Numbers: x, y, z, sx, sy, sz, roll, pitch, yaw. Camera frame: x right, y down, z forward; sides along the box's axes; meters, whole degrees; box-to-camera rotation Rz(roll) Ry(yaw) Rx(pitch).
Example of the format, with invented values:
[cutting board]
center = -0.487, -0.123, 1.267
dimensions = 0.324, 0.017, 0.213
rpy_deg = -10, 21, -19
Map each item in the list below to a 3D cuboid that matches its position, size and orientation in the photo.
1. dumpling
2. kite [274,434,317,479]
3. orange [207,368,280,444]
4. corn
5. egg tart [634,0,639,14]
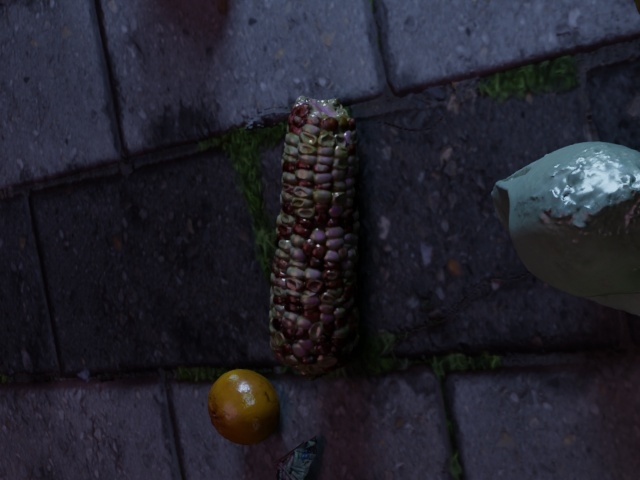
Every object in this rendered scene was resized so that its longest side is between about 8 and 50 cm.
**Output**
[dumpling]
center = 0.217, -0.002, 1.427
dimensions = 0.219, 0.108, 0.153
rpy_deg = 3, 101, 55
[kite]
center = -0.021, 0.267, 1.858
dimensions = 0.156, 0.011, 0.139
rpy_deg = -142, 63, -63
[orange]
center = -0.083, 0.179, 1.897
dimensions = 0.083, 0.070, 0.083
rpy_deg = 26, 123, 50
[corn]
center = 0.000, 0.000, 1.732
dimensions = 0.092, 0.092, 0.280
rpy_deg = 23, 114, 48
[egg tart]
center = 0.336, -0.224, 1.205
dimensions = 0.315, 0.120, 0.315
rpy_deg = 19, 114, 51
